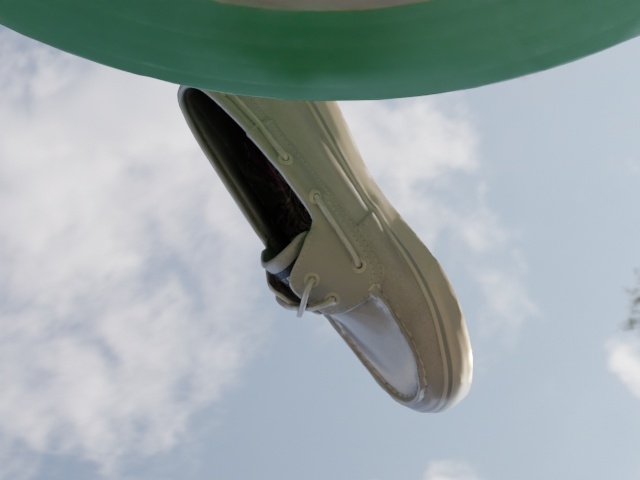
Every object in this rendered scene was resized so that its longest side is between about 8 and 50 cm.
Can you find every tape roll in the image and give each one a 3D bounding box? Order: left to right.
[{"bbox_3d":[-0.004,-0.164,0.297,0.321,0.321,0.077,17,-127,-19],"label":"tape roll"}]

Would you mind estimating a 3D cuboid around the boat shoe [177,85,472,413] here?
[{"bbox_3d":[0.000,0.000,0.546,0.063,0.066,0.184,-30,-83,-37],"label":"boat shoe"}]
